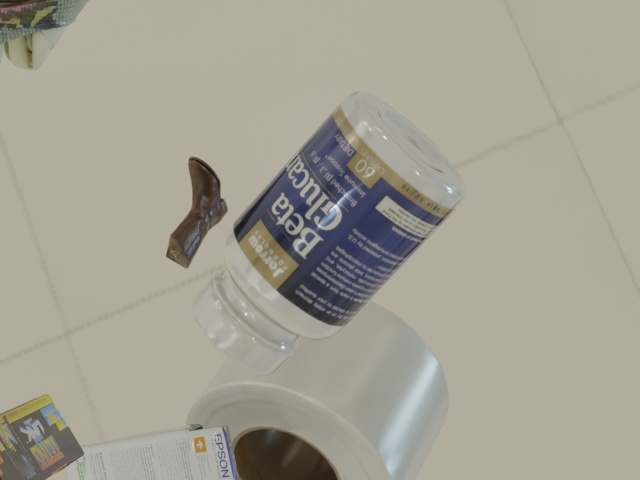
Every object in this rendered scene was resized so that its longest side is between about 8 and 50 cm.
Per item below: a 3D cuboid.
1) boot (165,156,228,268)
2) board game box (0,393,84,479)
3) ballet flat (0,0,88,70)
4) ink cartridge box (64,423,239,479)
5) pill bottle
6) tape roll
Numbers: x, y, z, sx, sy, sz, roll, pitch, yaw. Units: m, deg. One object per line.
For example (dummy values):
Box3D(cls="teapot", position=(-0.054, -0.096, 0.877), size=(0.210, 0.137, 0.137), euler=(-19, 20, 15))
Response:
Box3D(cls="boot", position=(-0.167, -0.034, 1.816), size=(0.037, 0.106, 0.114), euler=(6, 45, 37))
Box3D(cls="board game box", position=(-0.232, 0.160, 0.813), size=(0.170, 0.141, 0.048), euler=(-33, 87, 7))
Box3D(cls="ballet flat", position=(-0.255, -0.164, 1.114), size=(0.077, 0.221, 0.079), euler=(13, 119, 36))
Box3D(cls="ink cartridge box", position=(-0.145, 0.299, 1.420), size=(0.224, 0.045, 0.223), euler=(-12, 88, 33))
Box3D(cls="pill bottle", position=(0.000, 0.000, 0.868), size=(0.094, 0.094, 0.169), euler=(47, 107, 16))
Box3D(cls="tape roll", position=(-0.002, 0.197, 1.542), size=(0.246, 0.246, 0.169), euler=(21, 41, 14))
